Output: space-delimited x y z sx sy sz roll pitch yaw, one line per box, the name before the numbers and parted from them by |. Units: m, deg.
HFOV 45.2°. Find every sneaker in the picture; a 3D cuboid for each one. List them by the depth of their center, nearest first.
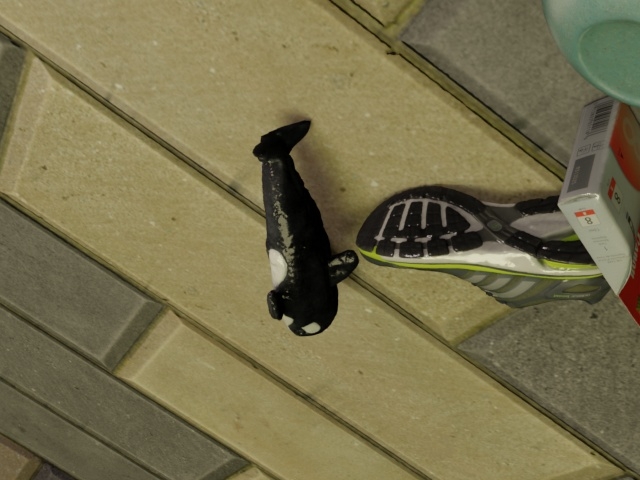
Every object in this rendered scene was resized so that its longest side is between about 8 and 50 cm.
sneaker | 0.181 0.021 0.847 0.299 0.111 0.121 7 141 26

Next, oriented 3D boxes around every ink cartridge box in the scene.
ink cartridge box | 0.288 -0.022 0.707 0.045 0.145 0.179 -20 122 43

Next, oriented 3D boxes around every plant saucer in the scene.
plant saucer | 0.258 -0.151 0.606 0.195 0.037 0.195 30 167 8

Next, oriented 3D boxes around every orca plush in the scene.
orca plush | 0.000 0.000 0.912 0.102 0.151 0.287 3 113 15
